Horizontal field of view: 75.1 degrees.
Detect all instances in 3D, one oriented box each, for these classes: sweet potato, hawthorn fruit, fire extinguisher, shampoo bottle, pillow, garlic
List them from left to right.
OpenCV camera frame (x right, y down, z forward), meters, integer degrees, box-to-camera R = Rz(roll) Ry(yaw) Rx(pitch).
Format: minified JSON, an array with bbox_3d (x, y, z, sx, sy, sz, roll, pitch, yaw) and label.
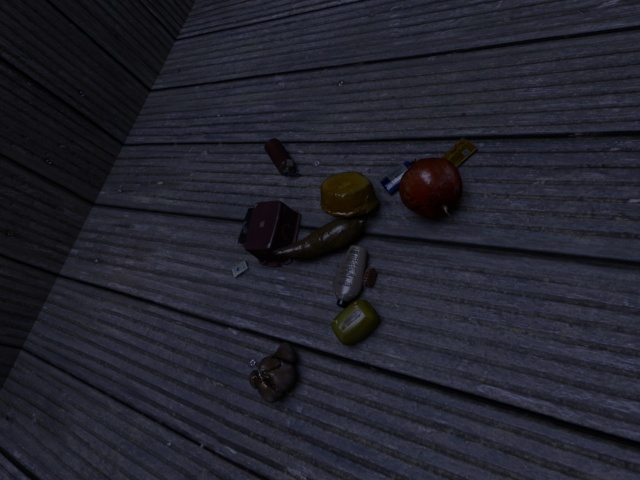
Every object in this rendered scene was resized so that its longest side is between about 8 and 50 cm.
[{"bbox_3d":[-0.338,-0.074,2.087,0.141,0.055,0.209,0,65,30],"label":"pillow"},{"bbox_3d":[-0.169,0.526,1.644,0.214,0.191,0.160,-40,78,-7],"label":"garlic"},{"bbox_3d":[-0.195,-0.419,2.157,0.104,0.105,0.269,-39,54,7],"label":"fire extinguisher"},{"bbox_3d":[0.000,0.003,1.807,0.422,0.130,0.131,-20,58,12],"label":"sweet potato"},{"bbox_3d":[0.121,0.151,1.704,0.127,0.078,0.257,11,70,28],"label":"shampoo bottle"},{"bbox_3d":[0.351,-0.284,1.806,0.183,0.050,0.087,-38,52,9],"label":"shampoo bottle"},{"bbox_3d":[0.443,-0.181,1.603,0.241,0.242,0.272,-37,57,9],"label":"hawthorn fruit"}]

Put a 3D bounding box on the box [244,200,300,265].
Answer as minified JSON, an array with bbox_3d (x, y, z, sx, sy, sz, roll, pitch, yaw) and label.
[{"bbox_3d":[-0.228,-0.041,1.943,0.193,0.167,0.294,-2,65,30],"label":"box"}]

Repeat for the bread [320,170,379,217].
[{"bbox_3d":[0.113,-0.194,1.793,0.268,0.146,0.269,-8,32,5],"label":"bread"}]

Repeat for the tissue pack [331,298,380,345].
[{"bbox_3d":[0.131,0.313,1.592,0.178,0.127,0.123,-41,56,7],"label":"tissue pack"}]

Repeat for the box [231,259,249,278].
[{"bbox_3d":[-0.390,0.140,2.032,0.083,0.024,0.054,-34,57,10],"label":"box"}]

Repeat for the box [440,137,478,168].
[{"bbox_3d":[0.566,-0.350,1.735,0.156,0.022,0.089,-44,55,4],"label":"box"}]

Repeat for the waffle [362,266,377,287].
[{"bbox_3d":[0.197,0.149,1.665,0.029,0.075,0.084,11,86,38],"label":"waffle"}]
